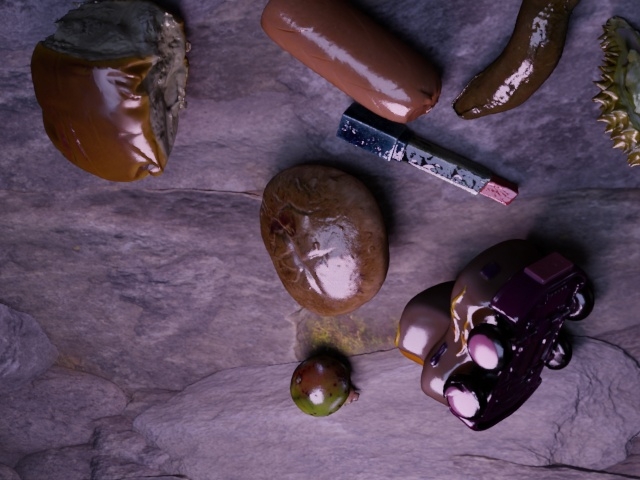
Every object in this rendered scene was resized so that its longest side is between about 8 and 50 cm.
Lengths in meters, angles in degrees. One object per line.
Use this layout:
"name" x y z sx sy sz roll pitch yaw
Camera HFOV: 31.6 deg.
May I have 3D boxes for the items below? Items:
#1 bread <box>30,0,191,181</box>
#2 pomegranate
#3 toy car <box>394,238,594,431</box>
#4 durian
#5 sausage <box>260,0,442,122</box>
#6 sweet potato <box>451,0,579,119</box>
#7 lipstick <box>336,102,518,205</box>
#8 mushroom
"bread" -0.353 -0.252 1.950 0.250 0.225 0.279 10 128 26
"pomegranate" 0.004 0.277 2.170 0.130 0.130 0.130 15 126 21
"toy car" 0.269 0.131 1.851 0.240 0.271 0.341 40 131 28
"durian" 0.480 -0.175 1.579 0.166 0.172 0.306 -44 85 17
"sausage" 0.051 -0.293 1.761 0.304 0.121 0.121 35 131 6
"sweet potato" 0.291 -0.267 1.676 0.286 0.085 0.112 -54 52 51
"lipstick" 0.177 -0.133 1.840 0.312 0.051 0.051 26 127 11
"mushroom" 0.000 0.000 1.965 0.278 0.146 0.278 17 123 28
